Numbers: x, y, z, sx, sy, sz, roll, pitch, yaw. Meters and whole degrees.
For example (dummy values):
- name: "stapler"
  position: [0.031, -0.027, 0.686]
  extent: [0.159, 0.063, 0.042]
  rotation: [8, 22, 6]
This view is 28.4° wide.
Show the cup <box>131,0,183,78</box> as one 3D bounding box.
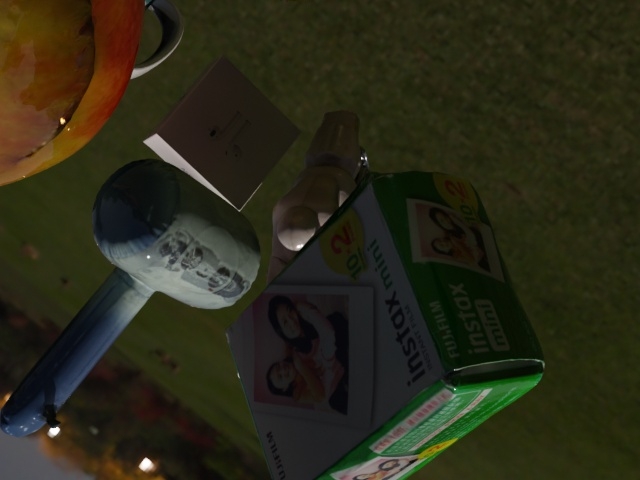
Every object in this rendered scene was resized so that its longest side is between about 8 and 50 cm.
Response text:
- name: "cup"
  position: [-0.323, -0.367, 1.810]
  extent: [0.219, 0.257, 0.290]
  rotation: [-21, 116, 48]

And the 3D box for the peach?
- name: "peach"
  position: [-0.315, -0.221, 1.064]
  extent: [0.370, 0.370, 0.370]
  rotation: [38, 171, 7]

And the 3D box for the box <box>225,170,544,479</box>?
- name: "box"
  position: [0.040, 0.078, 0.943]
  extent: [0.250, 0.103, 0.180]
  rotation: [-48, 54, 44]

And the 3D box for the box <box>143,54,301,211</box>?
- name: "box"
  position: [-0.112, -0.119, 1.453]
  extent: [0.130, 0.129, 0.051]
  rotation: [43, 155, -15]

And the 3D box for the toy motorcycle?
- name: "toy motorcycle"
  position: [0.000, 0.000, 1.535]
  extent: [0.108, 0.341, 0.223]
  rotation: [4, 151, 18]

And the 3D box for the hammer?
- name: "hammer"
  position: [-0.126, 0.046, 0.765]
  extent: [0.069, 0.194, 0.116]
  rotation: [42, -176, 36]
